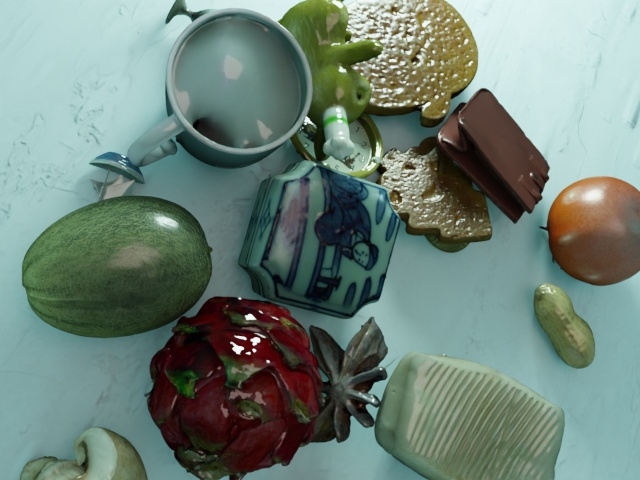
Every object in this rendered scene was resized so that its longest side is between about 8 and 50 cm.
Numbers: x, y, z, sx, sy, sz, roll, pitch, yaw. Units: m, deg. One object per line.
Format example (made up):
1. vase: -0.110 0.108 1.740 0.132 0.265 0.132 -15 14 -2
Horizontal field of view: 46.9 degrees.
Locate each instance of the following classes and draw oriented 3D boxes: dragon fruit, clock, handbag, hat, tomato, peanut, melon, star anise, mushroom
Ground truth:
1. dragon fruit: -0.147 0.253 1.301 0.329 0.329 0.329 5 76 -20
2. clock: 0.025 -0.221 1.596 0.237 0.057 0.237 14 57 -22
3. handbag: 0.405 -0.199 1.691 0.275 0.084 0.260 47 38 -5
4. hat: 0.305 -0.049 1.672 0.146 0.067 0.146 5 76 -20
5. tomato: 0.654 -0.023 1.721 0.256 0.224 0.255 10 68 -26
6. peanut: 0.563 0.194 1.702 0.099 0.090 0.214 -32 91 -12
7. melon: -0.352 0.047 1.304 0.329 0.248 0.248 -14 83 -20
8. star anise: 0.050 0.276 1.438 0.111 0.198 0.257 22 69 -49
9. mushroom: -0.400 0.454 1.241 0.253 0.195 0.189 -52 131 -29

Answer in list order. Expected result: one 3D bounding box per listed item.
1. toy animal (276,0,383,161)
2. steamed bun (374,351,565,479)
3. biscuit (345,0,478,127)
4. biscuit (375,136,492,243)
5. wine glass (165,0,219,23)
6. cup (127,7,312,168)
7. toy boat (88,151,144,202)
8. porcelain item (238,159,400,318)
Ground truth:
1. toy animal: 0.033 -0.314 1.484 0.180 0.181 0.362 -17 74 -10
2. steamed bun: 0.276 0.368 1.478 0.384 0.236 0.247 21 79 -15
3. biscuit: 0.192 -0.414 1.703 0.394 0.070 0.350 -15 77 -24
4. biscuit: 0.249 -0.090 1.629 0.301 0.043 0.278 42 64 16
5. wine glass: -0.216 -0.439 1.550 0.202 0.093 0.093 32 69 -12
6. cup: -0.208 -0.242 1.404 0.357 0.274 0.259 -35 94 -11
7. toy boat: -0.395 -0.102 1.434 0.105 0.034 0.149 -3 78 -19
8. porcelain item: 0.000 0.000 1.460 0.286 0.157 0.281 19 86 -23
